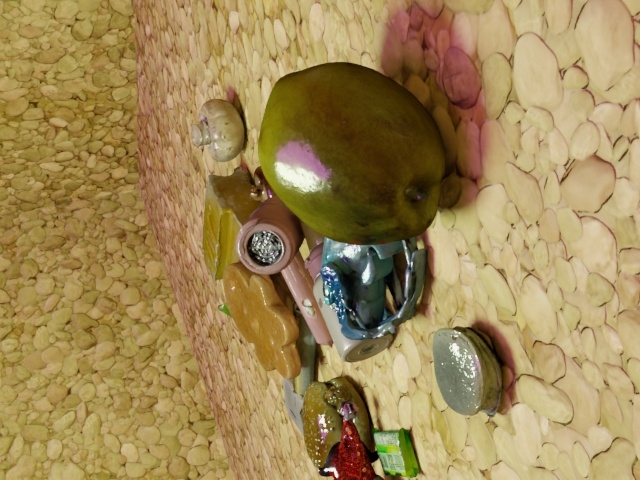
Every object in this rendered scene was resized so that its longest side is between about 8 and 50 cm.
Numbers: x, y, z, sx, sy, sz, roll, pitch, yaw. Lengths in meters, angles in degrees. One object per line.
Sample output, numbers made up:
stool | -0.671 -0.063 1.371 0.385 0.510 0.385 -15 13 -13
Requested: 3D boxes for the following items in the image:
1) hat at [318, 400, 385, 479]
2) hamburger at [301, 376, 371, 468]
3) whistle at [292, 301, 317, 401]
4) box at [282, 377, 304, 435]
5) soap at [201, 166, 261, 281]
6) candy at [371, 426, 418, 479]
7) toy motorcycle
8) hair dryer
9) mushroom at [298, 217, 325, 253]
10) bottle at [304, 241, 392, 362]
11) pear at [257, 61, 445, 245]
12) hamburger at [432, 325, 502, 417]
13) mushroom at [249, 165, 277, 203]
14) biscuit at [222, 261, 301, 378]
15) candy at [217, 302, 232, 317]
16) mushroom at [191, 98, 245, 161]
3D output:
hat | 0.058 0.442 1.689 0.129 0.140 0.228 91 171 -87
hamburger | 0.024 0.397 1.820 0.189 0.122 0.215 -130 34 -56
whistle | -0.039 0.275 2.009 0.068 0.057 0.327 -124 27 -45
box | -0.039 0.455 2.169 0.247 0.033 0.129 -136 37 -57
soap | -0.217 -0.008 2.208 0.259 0.143 0.281 55 147 38
candy | 0.144 0.418 1.634 0.178 0.032 0.102 137 120 -70
toy motorcycle | 0.084 0.043 1.407 0.206 0.154 0.260 28 129 35
hair dryer | -0.048 0.086 1.775 0.353 0.125 0.210 63 -166 -11
mushroom | 0.000 0.000 1.707 0.084 0.071 0.209 -8 100 38
bottle | 0.047 0.108 1.583 0.110 0.109 0.233 107 145 -56
pear | 0.043 -0.128 1.227 0.321 0.269 0.269 38 140 37
hamburger | 0.219 0.193 1.232 0.133 0.062 0.140 33 132 57
mushroom | -0.116 -0.118 1.922 0.126 0.085 0.109 64 -168 27
biscuit | -0.144 0.186 2.035 0.355 0.052 0.275 36 136 52
candy | -0.186 0.216 2.316 0.069 0.149 0.246 -61 21 -7
mushroom | -0.267 -0.284 2.162 0.166 0.127 0.166 49 150 41
